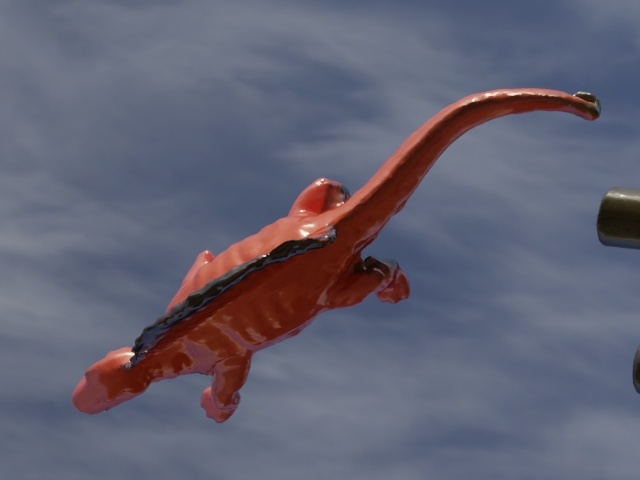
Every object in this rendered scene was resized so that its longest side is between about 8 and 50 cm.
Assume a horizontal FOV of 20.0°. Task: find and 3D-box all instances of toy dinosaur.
[{"bbox_3d":[-0.005,0.001,0.824,0.286,0.139,0.070,-34,-104,10],"label":"toy dinosaur"}]

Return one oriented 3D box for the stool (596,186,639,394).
[{"bbox_3d":[0.350,0.007,1.403,0.272,0.178,0.272,-15,-72,-52],"label":"stool"}]
